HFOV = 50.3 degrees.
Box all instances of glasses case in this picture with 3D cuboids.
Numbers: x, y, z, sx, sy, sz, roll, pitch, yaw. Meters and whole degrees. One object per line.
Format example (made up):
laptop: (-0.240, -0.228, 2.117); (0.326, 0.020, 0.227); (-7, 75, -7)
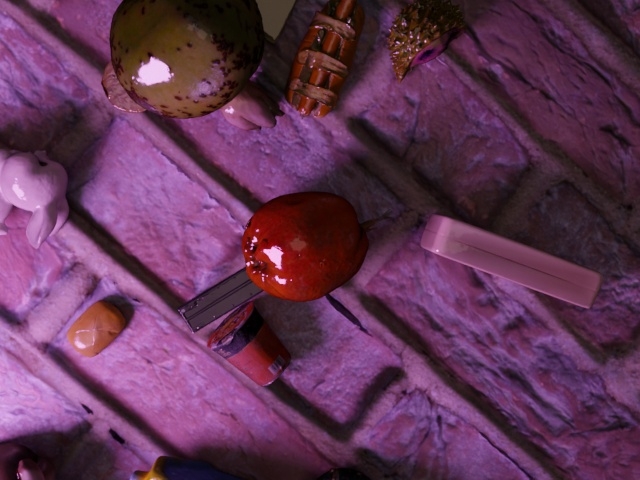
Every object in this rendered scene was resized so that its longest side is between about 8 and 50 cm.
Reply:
glasses case: (0.370, 0.038, 1.339); (0.336, 0.144, 0.076); (20, 93, -6)

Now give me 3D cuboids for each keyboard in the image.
keyboard: (-0.190, 0.111, 1.373); (0.198, 0.010, 0.064); (-31, 98, -1)

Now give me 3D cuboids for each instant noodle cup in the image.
instant noodle cup: (-0.133, 0.209, 1.337); (0.127, 0.127, 0.136); (-42, 104, 0)

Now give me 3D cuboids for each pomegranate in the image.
pomegranate: (-0.204, -0.321, 1.234); (0.285, 0.285, 0.341); (-43, 126, 0)

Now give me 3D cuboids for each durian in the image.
durian: (0.201, -0.409, 1.306); (0.186, 0.108, 0.119); (-36, 97, 0)

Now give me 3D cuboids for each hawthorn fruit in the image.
hawthorn fruit: (0.000, 0.000, 1.288); (0.298, 0.211, 0.211); (-20, 96, -12)

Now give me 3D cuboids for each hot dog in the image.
hot dog: (0.012, -0.361, 1.317); (0.109, 0.072, 0.270); (21, 94, -8)

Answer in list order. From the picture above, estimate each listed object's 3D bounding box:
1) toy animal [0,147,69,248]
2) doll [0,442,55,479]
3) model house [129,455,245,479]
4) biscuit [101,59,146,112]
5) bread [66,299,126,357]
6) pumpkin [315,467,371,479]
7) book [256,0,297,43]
toy animal: (-0.574, -0.083, 1.271); (0.192, 0.127, 0.179); (4, 97, -5)
doll: (-0.541, 0.535, 1.285); (0.226, 0.215, 0.370); (-37, 99, 16)
model house: (-0.246, 0.567, 1.316); (0.303, 0.215, 0.237); (23, 93, 0)
biscuit: (-0.365, -0.307, 1.322); (0.120, 0.015, 0.120); (0, 94, -4)
bread: (-0.443, 0.175, 1.337); (0.115, 0.056, 0.082); (-41, 97, 0)
pumpkin: (0.049, 0.554, 1.358); (0.190, 0.146, 0.191); (-8, 62, 16)
book: (-0.190, -0.565, 1.303); (0.352, 0.035, 0.239); (27, 94, -6)
